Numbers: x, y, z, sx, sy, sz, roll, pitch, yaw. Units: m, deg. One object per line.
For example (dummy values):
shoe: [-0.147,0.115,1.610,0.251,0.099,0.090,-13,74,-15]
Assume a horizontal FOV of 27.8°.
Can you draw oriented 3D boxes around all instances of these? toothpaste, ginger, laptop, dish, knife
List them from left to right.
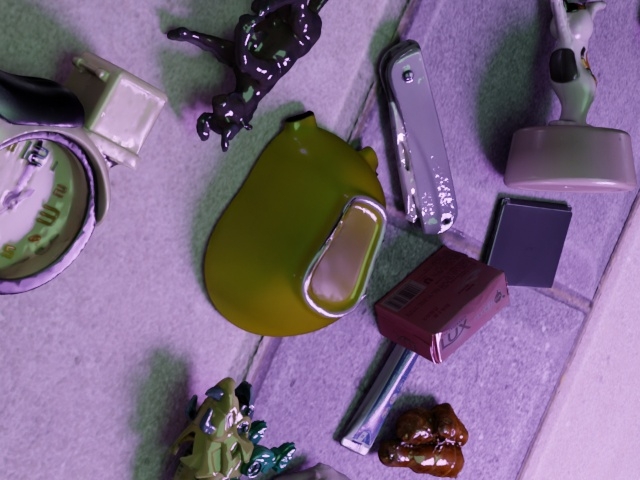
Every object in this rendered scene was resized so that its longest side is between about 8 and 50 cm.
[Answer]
dish: [0.000,0.000,1.475,0.221,0.108,0.262,29,85,-49]
toothpaste: [0.088,0.191,1.704,0.057,0.035,0.197,32,86,-42]
knife: [0.118,-0.119,1.595,0.073,0.041,0.265,-29,127,-21]
ginger: [0.153,0.274,1.777,0.162,0.073,0.103,15,95,-47]
laptop: [0.295,0.005,1.851,0.180,0.016,0.129,5,103,-46]

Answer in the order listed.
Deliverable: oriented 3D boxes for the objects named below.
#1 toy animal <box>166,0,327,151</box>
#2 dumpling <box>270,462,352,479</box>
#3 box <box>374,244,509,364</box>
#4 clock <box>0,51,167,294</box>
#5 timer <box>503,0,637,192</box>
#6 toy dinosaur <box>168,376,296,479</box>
toy animal: [-0.065,-0.210,1.353,0.232,0.084,0.148,-54,148,-16]
dumpling: [-0.020,0.351,1.620,0.188,0.108,0.127,-22,99,-19]
box: [0.158,0.081,1.672,0.156,0.111,0.060,-38,131,-26]
clock: [-0.318,-0.108,1.103,0.379,0.120,0.276,33,86,-53]
timer: [0.337,-0.201,1.729,0.175,0.175,0.266,4,88,-47]
toy dinosaur: [-0.132,0.278,1.480,0.153,0.094,0.259,24,97,-48]
